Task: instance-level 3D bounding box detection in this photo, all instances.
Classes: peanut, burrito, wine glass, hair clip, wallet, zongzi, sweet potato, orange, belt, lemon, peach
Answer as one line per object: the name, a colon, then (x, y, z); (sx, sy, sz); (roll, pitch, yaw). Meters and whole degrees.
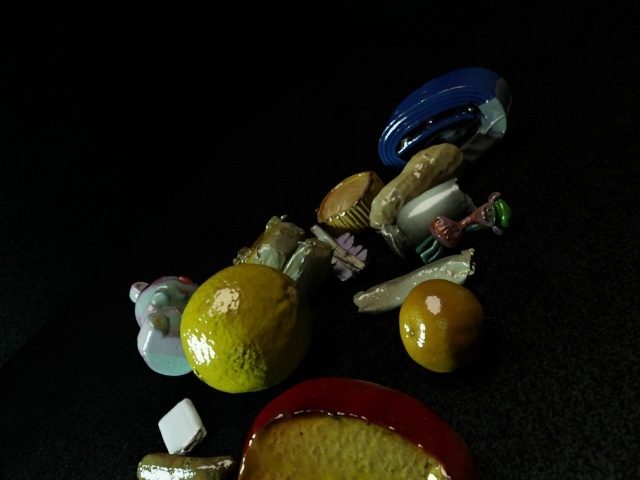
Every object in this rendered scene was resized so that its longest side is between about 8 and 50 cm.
peanut: (0.228, -0.122, 1.584); (0.290, 0.130, 0.130); (-44, 23, -17)
burrito: (0.188, 0.090, 1.331); (0.275, 0.059, 0.082); (-25, 14, 27)
wine glass: (0.235, -0.047, 1.448); (0.204, 0.111, 0.111); (-33, 23, 16)
hair clip: (0.051, 0.028, 1.635); (0.106, 0.084, 0.292); (-36, 27, -8)
wallet: (-0.309, 0.419, 1.477); (0.095, 0.033, 0.190); (-43, 23, -8)
zongzi: (-0.048, 0.105, 1.567); (0.194, 0.099, 0.197); (-58, 7, 52)
sweet potato: (-0.272, 0.455, 1.309); (0.273, 0.075, 0.075); (-17, 31, 37)
orange: (0.205, 0.139, 1.101); (0.134, 0.154, 0.155); (-10, 9, -29)
belt: (0.309, -0.286, 1.665); (0.347, 0.212, 0.117); (-25, 24, 37)
lemon: (-0.153, 0.185, 1.393); (0.293, 0.293, 0.293); (-32, 23, 15)
peach: (0.051, 0.319, 0.843); (0.281, 0.281, 0.338); (-45, 23, -16)

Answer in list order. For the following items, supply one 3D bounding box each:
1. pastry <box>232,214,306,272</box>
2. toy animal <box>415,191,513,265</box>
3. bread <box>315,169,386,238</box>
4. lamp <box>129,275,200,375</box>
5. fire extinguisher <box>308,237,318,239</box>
pastry: (-0.151, 0.049, 1.768); (0.257, 0.121, 0.236); (-50, 8, -7)
toy animal: (0.292, -0.018, 1.361); (0.208, 0.100, 0.103); (-34, -17, 13)
bread: (0.091, -0.090, 1.760); (0.199, 0.104, 0.199); (-35, 25, 19)
lamp: (-0.391, 0.234, 1.765); (0.301, 0.247, 0.247); (-113, 37, -60)
fire extinguisher: (0.000, 0.000, 1.828); (0.028, 0.022, 0.083); (-17, 6, -39)
